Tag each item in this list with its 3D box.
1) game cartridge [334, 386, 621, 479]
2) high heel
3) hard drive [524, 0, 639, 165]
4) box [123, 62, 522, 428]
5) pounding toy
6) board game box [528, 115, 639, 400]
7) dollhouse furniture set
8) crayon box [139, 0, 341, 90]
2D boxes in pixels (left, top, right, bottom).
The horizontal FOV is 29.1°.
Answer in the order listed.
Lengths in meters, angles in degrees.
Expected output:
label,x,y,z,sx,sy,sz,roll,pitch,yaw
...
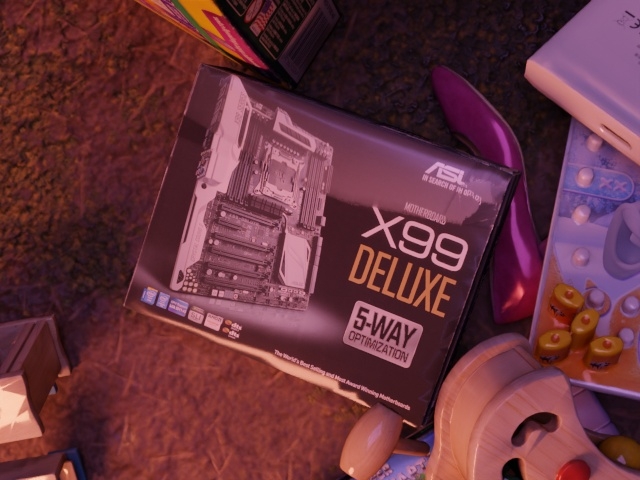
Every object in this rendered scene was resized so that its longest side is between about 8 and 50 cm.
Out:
label,x,y,z,sx,sy,sz,roll,pitch,yaw
game cartridge,0.128,0.281,1.106,0.355,0.068,0.230,-31,85,-5
high heel,0.149,-0.044,1.161,0.117,0.082,0.244,-36,87,6
hard drive,0.361,-0.191,1.103,0.203,0.040,0.307,41,71,20
box,0.000,0.000,1.131,0.307,0.076,0.242,22,100,14
pounding toy,0.156,0.153,1.020,0.270,0.155,0.154,20,103,-26
board game box,0.406,-0.028,1.076,0.390,0.050,0.390,12,66,8
dollhouse furniture set,-0.303,0.189,1.177,0.129,0.129,0.183,-11,111,6
crayon box,-0.159,-0.281,1.076,0.313,0.363,0.106,33,91,9
